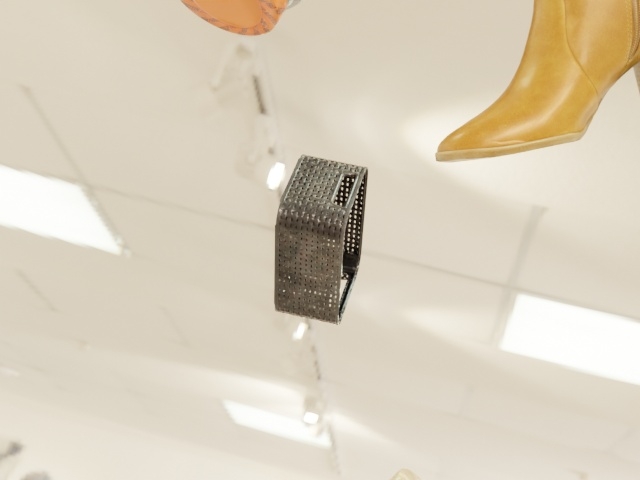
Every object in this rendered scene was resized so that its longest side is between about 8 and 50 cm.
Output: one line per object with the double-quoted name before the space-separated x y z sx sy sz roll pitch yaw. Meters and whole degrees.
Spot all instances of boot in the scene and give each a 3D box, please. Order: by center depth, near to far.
"boot" 0.219 -0.201 1.056 0.295 0.211 0.104 -18 9 -13

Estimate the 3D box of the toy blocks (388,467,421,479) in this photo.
"toy blocks" 0.098 0.452 1.220 0.289 0.260 0.309 36 22 -14

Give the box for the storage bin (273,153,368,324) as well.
"storage bin" 0.000 0.000 1.371 0.084 0.122 0.180 12 -46 9

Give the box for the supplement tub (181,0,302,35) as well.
"supplement tub" -0.065 -0.460 1.540 0.207 0.338 0.207 21 -22 9
